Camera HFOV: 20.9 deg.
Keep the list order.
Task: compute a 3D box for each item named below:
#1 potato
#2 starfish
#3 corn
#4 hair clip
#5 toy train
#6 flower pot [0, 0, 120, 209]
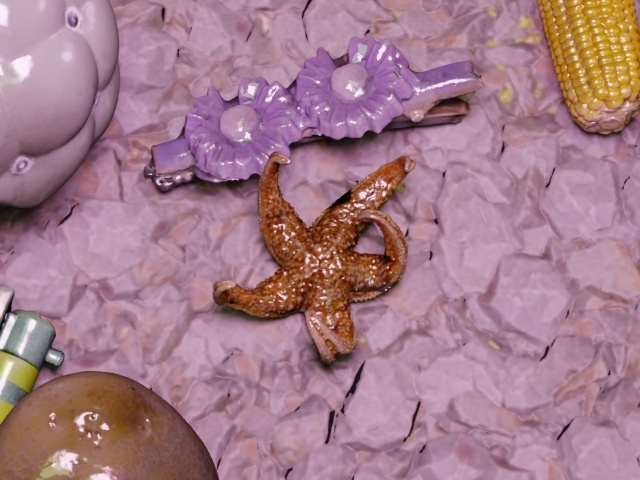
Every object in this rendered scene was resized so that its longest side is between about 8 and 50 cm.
[{"bbox_3d":[-0.159,0.212,1.292,0.177,0.160,0.235,-12,92,-6],"label":"potato"},{"bbox_3d":[0.001,-0.001,1.410,0.146,0.074,0.190,35,75,-2],"label":"starfish"},{"bbox_3d":[0.225,-0.213,1.490,0.081,0.081,0.248,-8,72,-4],"label":"corn"},{"bbox_3d":[-0.010,-0.104,1.456,0.292,0.084,0.106,-15,55,-2],"label":"hair clip"},{"bbox_3d":[-0.282,0.125,1.367,0.132,0.083,0.200,23,72,-6],"label":"toy train"},{"bbox_3d":[-0.276,-0.146,1.370,0.246,0.246,0.195,23,97,6],"label":"flower pot"}]
